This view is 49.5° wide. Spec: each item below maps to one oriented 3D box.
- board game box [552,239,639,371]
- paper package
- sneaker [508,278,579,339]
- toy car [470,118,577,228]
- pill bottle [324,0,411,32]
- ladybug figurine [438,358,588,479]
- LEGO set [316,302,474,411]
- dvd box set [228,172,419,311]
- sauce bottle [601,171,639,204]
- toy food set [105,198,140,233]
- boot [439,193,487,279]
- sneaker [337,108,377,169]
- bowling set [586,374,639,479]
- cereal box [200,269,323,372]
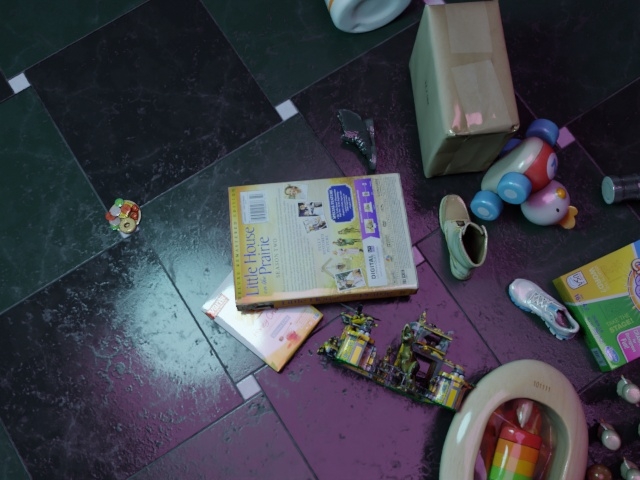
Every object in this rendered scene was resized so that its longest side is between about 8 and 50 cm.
[{"bbox_3d":[0.747,0.131,1.628,0.317,0.064,0.242,-25,77,-5],"label":"board game box"},{"bbox_3d":[0.323,-0.345,1.627,0.168,0.309,0.324,-5,77,-3],"label":"paper package"},{"bbox_3d":[0.526,0.152,1.617,0.191,0.083,0.071,39,81,11],"label":"sneaker"},{"bbox_3d":[0.521,-0.116,1.635,0.238,0.210,0.219,36,63,-6],"label":"toy car"},{"bbox_3d":[0.072,-0.756,1.780,0.224,0.224,0.392,-19,77,-4],"label":"pill bottle"},{"bbox_3d":[0.397,0.474,1.486,0.305,0.162,0.449,23,79,-3],"label":"ladybug figurine"},{"bbox_3d":[0.180,0.225,1.522,0.331,0.255,0.192,23,77,3],"label":"LEGO set"},{"bbox_3d":[0.000,0.000,1.639,0.421,0.062,0.307,-6,65,-4],"label":"dvd box set"},{"bbox_3d":[0.860,-0.142,1.671,0.345,0.111,0.111,-7,76,-2],"label":"sauce bottle"},{"bbox_3d":[-0.486,-0.061,1.716,0.083,0.020,0.083,20,77,6],"label":"toy food set"},{"bbox_3d":[0.335,-0.025,1.621,0.077,0.165,0.213,-7,76,-1],"label":"boot"},{"bbox_3d":[0.092,-0.252,1.743,0.089,0.051,0.170,-4,71,0],"label":"sneaker"},{"bbox_3d":[0.667,0.458,1.526,0.200,0.154,0.287,-27,78,13],"label":"bowling set"},{"bbox_3d":[-0.138,0.171,1.638,0.240,0.047,0.173,37,78,9],"label":"cereal box"}]
